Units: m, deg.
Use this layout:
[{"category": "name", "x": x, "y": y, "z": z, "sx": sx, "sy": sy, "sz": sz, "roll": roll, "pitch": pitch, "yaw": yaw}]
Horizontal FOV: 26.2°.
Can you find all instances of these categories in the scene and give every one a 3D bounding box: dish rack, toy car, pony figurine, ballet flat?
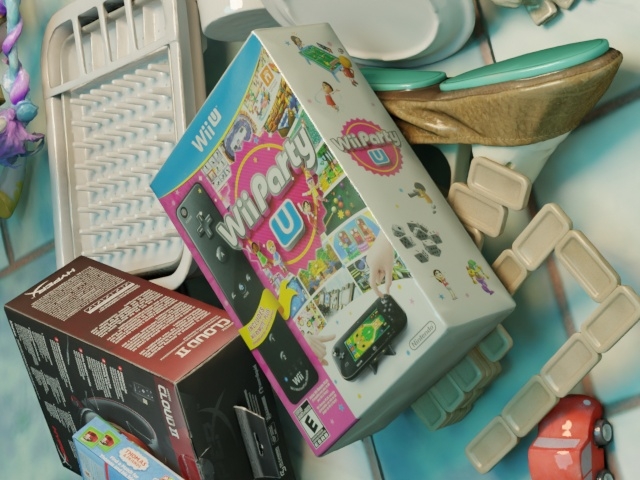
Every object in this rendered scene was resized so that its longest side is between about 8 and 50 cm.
[{"category": "dish rack", "x": -0.195, "y": -0.102, "z": 1.453, "sx": 0.285, "sy": 0.072, "sz": 0.333, "roll": -12, "pitch": 81, "yaw": 51}, {"category": "toy car", "x": 0.220, "y": 0.272, "z": 1.111, "sx": 0.225, "sy": 0.053, "sz": 0.239, "roll": 36, "pitch": 112, "yaw": 36}, {"category": "pony figurine", "x": -0.444, "y": -0.119, "z": 1.501, "sx": 0.303, "sy": 0.351, "sz": 0.363, "roll": 27, "pitch": 125, "yaw": 18}, {"category": "ballet flat", "x": 0.118, "y": -0.096, "z": 1.188, "sx": 0.342, "sy": 0.116, "sz": 0.124, "roll": -1, "pitch": 108, "yaw": 42}]

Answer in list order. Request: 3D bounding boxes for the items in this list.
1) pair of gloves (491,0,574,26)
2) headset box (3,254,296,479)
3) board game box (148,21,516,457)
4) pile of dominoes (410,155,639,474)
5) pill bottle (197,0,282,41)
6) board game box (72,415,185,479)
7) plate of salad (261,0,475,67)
[{"category": "pair of gloves", "x": 0.183, "y": -0.306, "z": 1.117, "sx": 0.204, "sy": 0.042, "sz": 0.240, "roll": 48, "pitch": 123, "yaw": 1}, {"category": "headset box", "x": -0.155, "y": 0.162, "z": 1.348, "sx": 0.293, "sy": 0.110, "sz": 0.218, "roll": 17, "pitch": 132, "yaw": 41}, {"category": "board game box", "x": 0.000, "y": 0.000, "z": 1.190, "sx": 0.303, "sy": 0.097, "sz": 0.224, "roll": 58, "pitch": 135, "yaw": 19}, {"category": "pile of dominoes", "x": 0.147, "y": 0.059, "z": 1.160, "sx": 0.196, "sy": 0.040, "sz": 0.251, "roll": 54, "pitch": 131, "yaw": 22}, {"category": "pill bottle", "x": -0.081, "y": -0.315, "z": 1.349, "sx": 0.121, "sy": 0.121, "sz": 0.221, "roll": -17, "pitch": 79, "yaw": 40}, {"category": "board game box", "x": -0.140, "y": 0.277, "z": 1.301, "sx": 0.211, "sy": 0.039, "sz": 0.160, "roll": 32, "pitch": 144, "yaw": 28}, {"category": "plate of salad", "x": 0.040, "y": -0.218, "z": 1.208, "sx": 0.200, "sy": 0.200, "sz": 0.048, "roll": -9, "pitch": 54, "yaw": 41}]
